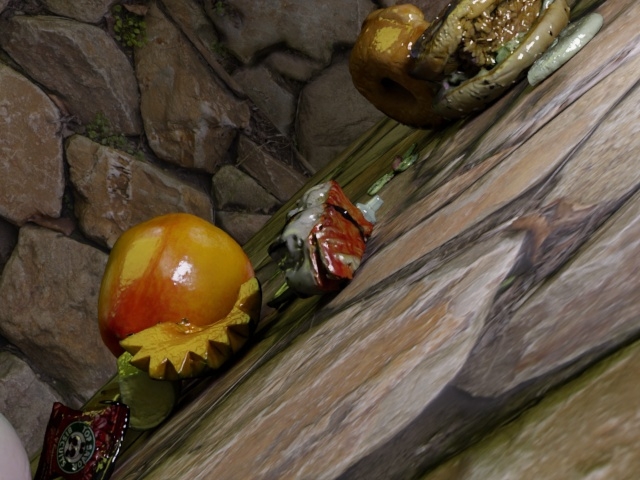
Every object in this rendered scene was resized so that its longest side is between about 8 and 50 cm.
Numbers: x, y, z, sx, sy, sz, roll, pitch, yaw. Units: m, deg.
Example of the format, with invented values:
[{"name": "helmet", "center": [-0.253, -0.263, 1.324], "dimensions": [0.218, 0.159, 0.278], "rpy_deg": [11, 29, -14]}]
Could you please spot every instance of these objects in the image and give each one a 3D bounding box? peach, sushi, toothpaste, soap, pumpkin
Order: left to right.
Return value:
[{"name": "soap", "center": [-0.393, 0.339, 2.236], "dimensions": [0.173, 0.089, 0.274], "rpy_deg": [-45, 6, -20]}, {"name": "peach", "center": [-0.268, 0.110, 2.224], "dimensions": [0.289, 0.289, 0.308], "rpy_deg": [-40, 28, 23]}, {"name": "pumpkin", "center": [-0.185, 0.187, 2.019], "dimensions": [0.254, 0.130, 0.149], "rpy_deg": [-26, -37, -5]}, {"name": "sushi", "center": [0.000, 0.000, 1.887], "dimensions": [0.130, 0.124, 0.332], "rpy_deg": [-32, 10, 18]}, {"name": "toothpaste", "center": [0.010, 0.022, 2.094], "dimensions": [0.268, 0.047, 0.069], "rpy_deg": [-46, 18, 2]}]

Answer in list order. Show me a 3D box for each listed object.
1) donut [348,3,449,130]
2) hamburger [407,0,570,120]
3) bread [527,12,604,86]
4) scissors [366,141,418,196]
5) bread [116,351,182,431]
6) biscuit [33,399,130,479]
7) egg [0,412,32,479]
[{"name": "donut", "center": [0.195, -0.358, 2.545], "dimensions": [0.150, 0.299, 0.317], "rpy_deg": [-55, -24, -14]}, {"name": "hamburger", "center": [0.319, -0.384, 2.270], "dimensions": [0.318, 0.195, 0.277], "rpy_deg": [-46, 9, -11]}, {"name": "bread", "center": [0.416, -0.334, 2.008], "dimensions": [0.112, 0.036, 0.193], "rpy_deg": [-35, 10, 48]}, {"name": "scissors", "center": [0.163, -0.159, 2.527], "dimensions": [0.133, 0.020, 0.187], "rpy_deg": [-36, 9, 26]}, {"name": "bread", "center": [-0.292, 0.252, 2.057], "dimensions": [0.111, 0.129, 0.114], "rpy_deg": [-12, 17, 1]}, {"name": "biscuit", "center": [-0.409, 0.341, 2.022], "dimensions": [0.235, 0.063, 0.151], "rpy_deg": [-7, 69, 46]}, {"name": "egg", "center": [-0.639, 0.450, 1.963], "dimensions": [0.354, 0.354, 0.340], "rpy_deg": [-42, 29, 0]}]
